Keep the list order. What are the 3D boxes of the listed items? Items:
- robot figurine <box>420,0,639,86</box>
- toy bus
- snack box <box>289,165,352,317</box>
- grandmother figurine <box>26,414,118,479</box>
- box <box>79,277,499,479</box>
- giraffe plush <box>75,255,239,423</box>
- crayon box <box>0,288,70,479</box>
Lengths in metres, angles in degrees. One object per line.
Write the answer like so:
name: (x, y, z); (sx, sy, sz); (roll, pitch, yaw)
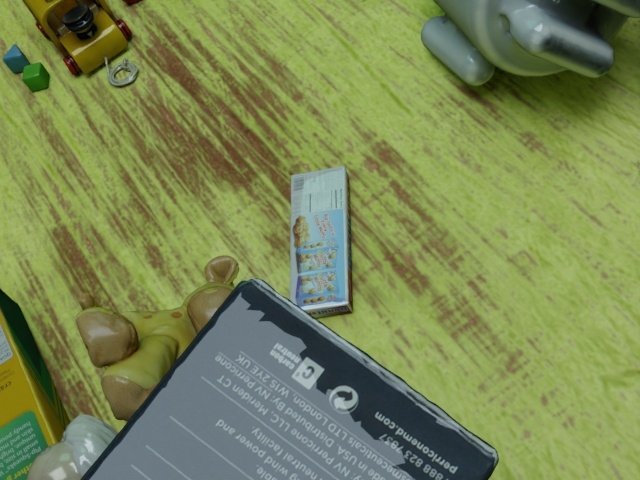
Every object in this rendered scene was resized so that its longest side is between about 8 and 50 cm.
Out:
robot figurine: (0.211, -0.314, 1.067); (0.300, 0.199, 0.353); (-55, 38, 26)
toy bus: (-0.337, -0.309, 1.322); (0.202, 0.104, 0.191); (0, 59, 19)
snack box: (0.000, 0.000, 1.059); (0.064, 0.022, 0.178); (-9, 56, 12)
grandmother figurine: (-0.265, 0.267, 0.769); (0.208, 0.104, 0.342); (-24, 18, 42)
box: (-0.082, 0.274, 0.713); (0.212, 0.293, 0.395); (34, 72, 12)
giraffe plush: (-0.130, 0.105, 0.973); (0.170, 0.181, 0.210); (-23, 18, -9)
crayon box: (-0.365, 0.215, 1.006); (0.203, 0.083, 0.323); (-33, 53, -4)
